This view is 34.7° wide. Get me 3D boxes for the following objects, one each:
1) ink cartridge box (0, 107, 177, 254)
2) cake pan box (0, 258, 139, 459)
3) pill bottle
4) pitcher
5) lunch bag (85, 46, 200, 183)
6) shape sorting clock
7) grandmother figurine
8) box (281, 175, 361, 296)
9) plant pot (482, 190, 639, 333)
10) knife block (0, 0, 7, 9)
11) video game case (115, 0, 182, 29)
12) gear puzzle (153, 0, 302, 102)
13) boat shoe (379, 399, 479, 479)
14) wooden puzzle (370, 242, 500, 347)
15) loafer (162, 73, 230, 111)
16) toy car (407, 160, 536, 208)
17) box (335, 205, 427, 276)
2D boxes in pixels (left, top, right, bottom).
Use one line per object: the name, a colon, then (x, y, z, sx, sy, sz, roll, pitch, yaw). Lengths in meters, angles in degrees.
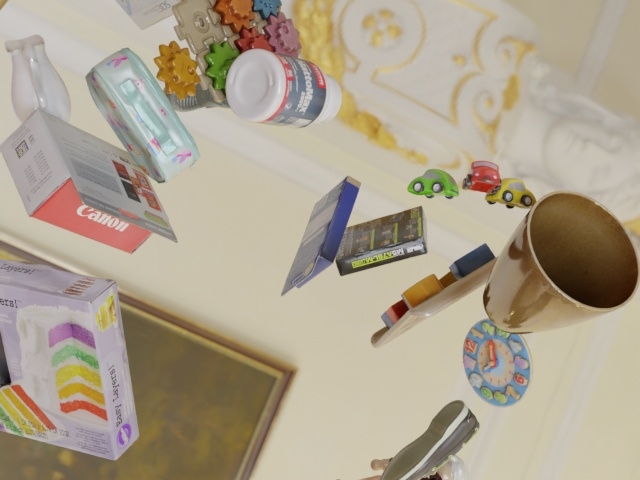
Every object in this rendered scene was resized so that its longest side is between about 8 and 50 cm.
ink cartridge box: (-0.476, -0.094, 2.129, 0.130, 0.309, 0.272, -41, -122, 15)
cake pan box: (-0.377, 0.149, 1.350, 0.070, 0.266, 0.246, -44, 139, -56)
pill bottle: (-0.049, -0.226, 1.558, 0.108, 0.180, 0.108, 0, -89, 35)
pitcher: (-0.612, -0.330, 2.215, 0.178, 0.125, 0.207, -137, -146, -66)
lunch bag: (-0.350, -0.244, 2.048, 0.108, 0.279, 0.224, -37, -168, -15)
shape sorting clock: (0.399, 0.278, 2.327, 0.206, 0.040, 0.206, 10, -78, 54)
grandmother figurine: (0.190, 0.547, 2.303, 0.208, 0.342, 0.104, 39, -54, 47)
box: (0.000, 0.000, 1.889, 0.136, 0.036, 0.225, -38, -155, 54)
plant pot: (0.418, 0.071, 1.897, 0.254, 0.237, 0.237, 130, -21, -54)
knife block: (-0.466, -0.339, 1.383, 0.088, 0.275, 0.242, 129, -55, -64)
video game case: (-0.428, -0.602, 2.160, 0.036, 0.329, 0.300, -50, -157, -20)
gear puzzle: (-0.140, -0.313, 1.558, 0.044, 0.176, 0.339, -12, -161, 39)
boat shoe: (0.207, 0.403, 1.924, 0.228, 0.069, 0.081, -44, -159, -6)
wooden puzzle: (0.279, 0.113, 2.348, 0.322, 0.081, 0.348, -29, 173, -21)
loafer: (-0.269, -0.356, 2.407, 0.087, 0.251, 0.094, 18, -68, 43)
toy car: (0.266, -0.107, 1.899, 0.224, 0.239, 0.053, 4, -98, 33)
box: (0.127, -0.001, 2.091, 0.184, 0.045, 0.191, -14, -161, 9)
